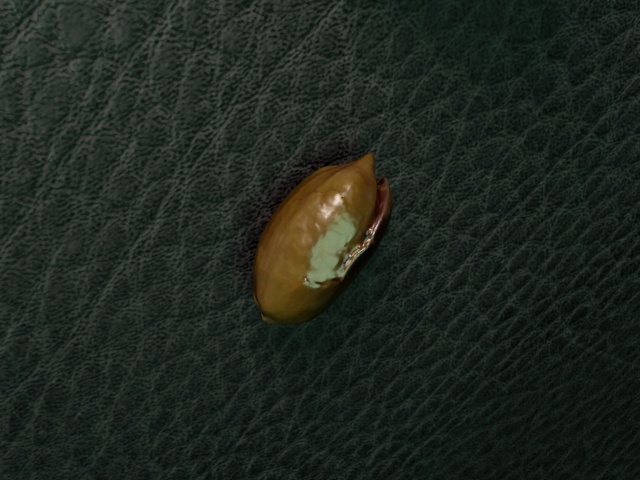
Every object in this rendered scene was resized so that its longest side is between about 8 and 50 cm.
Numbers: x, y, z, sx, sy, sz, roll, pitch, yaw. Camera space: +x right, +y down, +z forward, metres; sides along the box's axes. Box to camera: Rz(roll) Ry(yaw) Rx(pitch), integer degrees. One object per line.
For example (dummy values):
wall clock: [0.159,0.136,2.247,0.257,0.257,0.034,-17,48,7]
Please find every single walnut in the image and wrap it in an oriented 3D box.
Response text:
walnut: [0.000,0.000,1.046,0.137,0.137,0.245,24,108,-40]
